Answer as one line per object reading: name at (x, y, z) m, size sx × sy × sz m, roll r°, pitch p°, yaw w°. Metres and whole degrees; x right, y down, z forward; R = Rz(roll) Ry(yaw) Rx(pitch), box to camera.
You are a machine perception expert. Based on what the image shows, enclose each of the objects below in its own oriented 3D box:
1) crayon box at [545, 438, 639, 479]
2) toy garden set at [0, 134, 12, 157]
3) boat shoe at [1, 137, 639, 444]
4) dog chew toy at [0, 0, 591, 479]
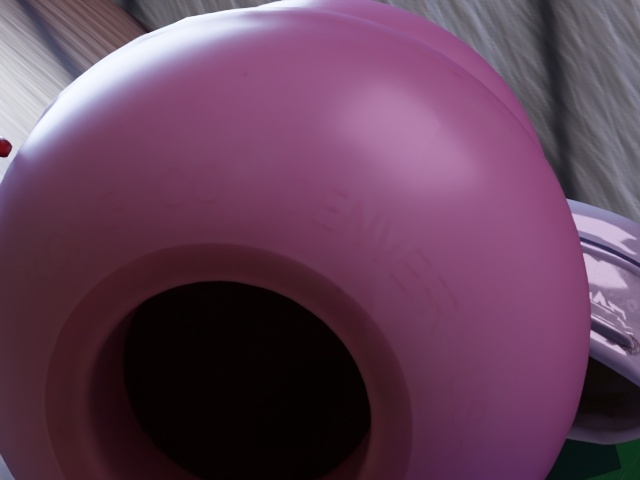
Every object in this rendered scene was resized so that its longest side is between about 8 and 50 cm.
crayon box at (0.071, 0.053, 1.141) m, size 0.313 × 0.106 × 0.363 m, roll 28°, pitch 9°, yaw -46°
toy garden set at (-0.190, -0.023, 0.431) m, size 0.204 × 0.049 × 0.244 m, roll -1°, pitch -5°, yaw 18°
boat shoe at (0.007, 0.043, 0.816) m, size 0.367 × 0.135 × 0.156 m, roll 14°, pitch 44°, yaw -8°
dog chew toy at (0.000, 0.000, 0.606) m, size 0.207 × 0.206 × 0.332 m, roll 33°, pitch 20°, yaw -2°
